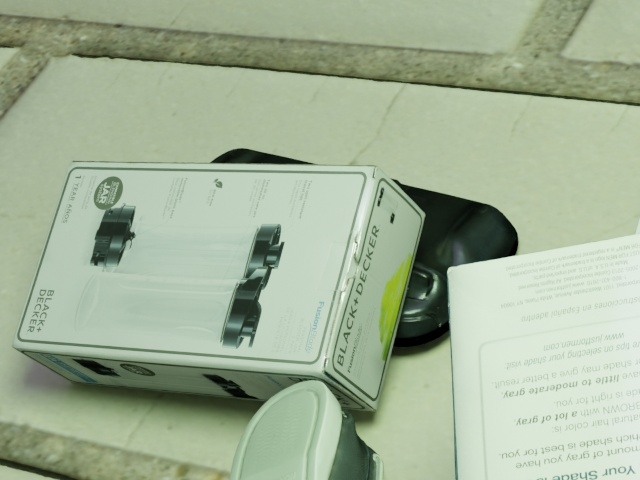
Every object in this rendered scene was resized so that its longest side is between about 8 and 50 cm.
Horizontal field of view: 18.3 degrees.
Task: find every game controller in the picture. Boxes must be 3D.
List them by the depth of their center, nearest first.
[{"bbox_3d":[0.000,0.000,1.615,0.319,0.067,0.166,15,36,35],"label":"game controller"}]

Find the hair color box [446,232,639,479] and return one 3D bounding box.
[{"bbox_3d":[0.177,0.177,1.169,0.174,0.105,0.347,-11,64,21],"label":"hair color box"}]

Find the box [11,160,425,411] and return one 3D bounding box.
[{"bbox_3d":[-0.079,0.032,1.519,0.290,0.087,0.169,1,66,32],"label":"box"}]

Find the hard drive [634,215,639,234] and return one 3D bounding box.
[{"bbox_3d":[0.363,0.021,1.371,0.307,0.040,0.203,9,74,32],"label":"hard drive"}]

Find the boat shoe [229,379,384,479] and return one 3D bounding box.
[{"bbox_3d":[-0.021,0.229,1.317,0.114,0.091,0.302,-20,35,39],"label":"boat shoe"}]
